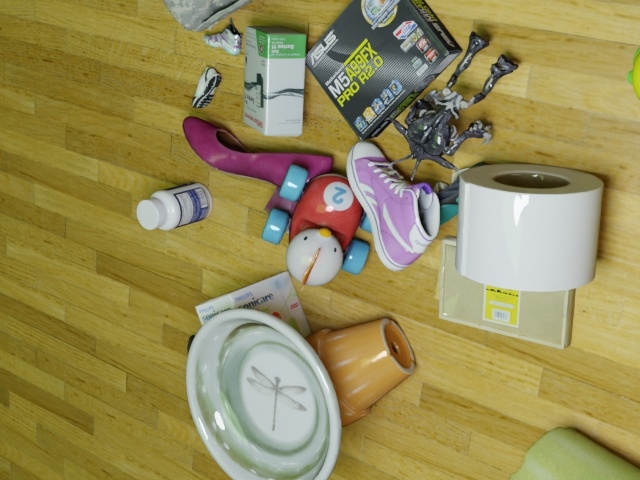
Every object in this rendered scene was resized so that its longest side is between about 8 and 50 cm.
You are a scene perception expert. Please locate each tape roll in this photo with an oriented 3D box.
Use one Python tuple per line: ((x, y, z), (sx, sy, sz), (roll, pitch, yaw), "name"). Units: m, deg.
((0.359, -0.027, 1.702), (0.246, 0.246, 0.169), (12, 110, 34), "tape roll")

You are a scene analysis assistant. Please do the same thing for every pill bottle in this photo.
((-0.338, -0.075, 2.260), (0.094, 0.169, 0.094), (11, 109, 35), "pill bottle")

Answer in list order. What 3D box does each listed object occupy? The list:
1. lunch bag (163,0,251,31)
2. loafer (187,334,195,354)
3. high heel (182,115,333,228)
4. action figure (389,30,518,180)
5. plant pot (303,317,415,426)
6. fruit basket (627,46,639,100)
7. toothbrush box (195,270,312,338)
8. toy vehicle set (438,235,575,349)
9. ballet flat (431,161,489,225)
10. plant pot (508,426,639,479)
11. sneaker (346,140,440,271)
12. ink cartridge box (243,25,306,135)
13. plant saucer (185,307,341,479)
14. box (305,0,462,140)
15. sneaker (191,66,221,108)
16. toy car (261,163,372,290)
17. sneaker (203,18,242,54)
((-0.208, -0.590, 1.990), (0.305, 0.213, 0.256), (-18, 91, 40), "lunch bag")
((-0.254, 0.324, 2.382), (0.078, 0.080, 0.220), (-24, 86, 6), "loafer")
((-0.136, -0.202, 2.123), (0.377, 0.127, 0.181), (39, 111, 17), "high heel")
((0.244, -0.234, 1.800), (0.164, 0.141, 0.275), (42, 108, 18), "action figure")
((0.084, 0.255, 2.033), (0.188, 0.205, 0.205), (-30, 84, 23), "plant pot")
((0.654, -0.241, 1.459), (0.392, 0.283, 0.391), (176, 90, -80), "fruit basket")
((-0.123, 0.235, 2.163), (0.122, 0.206, 0.283), (-22, 88, 39), "toothbrush box")
((0.352, 0.096, 1.873), (0.267, 0.035, 0.165), (13, 110, 34), "toy vehicle set")
((0.256, -0.090, 1.881), (0.203, 0.074, 0.074), (-36, 80, 44), "ballet flat")
((0.484, 0.477, 1.761), (0.254, 0.276, 0.276), (39, 124, 35), "plant pot")
((0.153, -0.100, 1.889), (0.161, 0.102, 0.282), (-48, 56, 47), "sneaker")
((-0.096, -0.329, 2.022), (0.153, 0.087, 0.208), (-142, 51, -61), "ink cartridge box")
((-0.098, 0.319, 1.967), (0.401, 0.101, 0.400), (12, 109, 37), "plant saucer")
((0.114, -0.359, 1.910), (0.270, 0.060, 0.216), (-43, 77, 37), "box")
((-0.260, -0.344, 2.216), (0.109, 0.040, 0.043), (-51, 55, 31), "sneaker")
((0.000, 0.000, 1.937), (0.219, 0.238, 0.210), (22, 119, -5), "toy car")
((-0.209, -0.452, 2.145), (0.098, 0.038, 0.069), (24, 115, 19), "sneaker")
